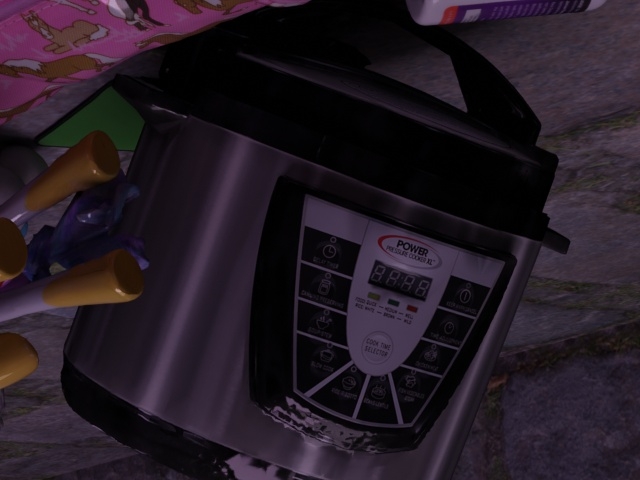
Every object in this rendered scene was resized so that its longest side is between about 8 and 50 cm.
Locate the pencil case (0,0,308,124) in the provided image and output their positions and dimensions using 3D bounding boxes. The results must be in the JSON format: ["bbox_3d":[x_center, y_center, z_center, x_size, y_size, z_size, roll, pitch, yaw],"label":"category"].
[{"bbox_3d":[-0.174,-0.179,1.288,0.386,0.167,0.160,-18,138,32],"label":"pencil case"}]

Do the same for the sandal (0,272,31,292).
[{"bbox_3d":[-0.461,0.006,1.944,0.416,0.169,0.102,6,120,-44],"label":"sandal"}]

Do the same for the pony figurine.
[{"bbox_3d":[-0.308,0.049,1.429,0.363,0.303,0.351,-25,-166,25],"label":"pony figurine"}]

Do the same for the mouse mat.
[{"bbox_3d":[-0.176,-0.121,1.821,0.153,0.007,0.190,2,162,-35],"label":"mouse mat"}]

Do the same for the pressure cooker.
[{"bbox_3d":[-0.004,-0.002,1.605,0.375,0.420,0.370,22,-176,21],"label":"pressure cooker"}]

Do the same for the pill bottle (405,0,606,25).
[{"bbox_3d":[0.162,-0.224,1.404,0.193,0.108,0.108,-6,166,-9],"label":"pill bottle"}]

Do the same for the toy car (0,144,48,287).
[{"bbox_3d":[-0.346,-0.009,1.832,0.159,0.136,0.182,-13,-165,12],"label":"toy car"}]
